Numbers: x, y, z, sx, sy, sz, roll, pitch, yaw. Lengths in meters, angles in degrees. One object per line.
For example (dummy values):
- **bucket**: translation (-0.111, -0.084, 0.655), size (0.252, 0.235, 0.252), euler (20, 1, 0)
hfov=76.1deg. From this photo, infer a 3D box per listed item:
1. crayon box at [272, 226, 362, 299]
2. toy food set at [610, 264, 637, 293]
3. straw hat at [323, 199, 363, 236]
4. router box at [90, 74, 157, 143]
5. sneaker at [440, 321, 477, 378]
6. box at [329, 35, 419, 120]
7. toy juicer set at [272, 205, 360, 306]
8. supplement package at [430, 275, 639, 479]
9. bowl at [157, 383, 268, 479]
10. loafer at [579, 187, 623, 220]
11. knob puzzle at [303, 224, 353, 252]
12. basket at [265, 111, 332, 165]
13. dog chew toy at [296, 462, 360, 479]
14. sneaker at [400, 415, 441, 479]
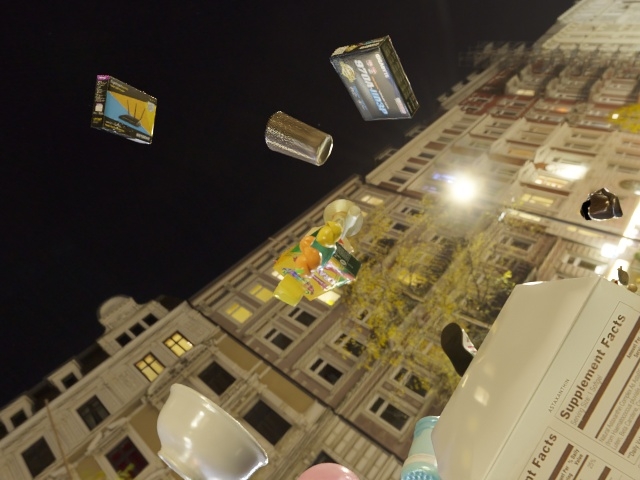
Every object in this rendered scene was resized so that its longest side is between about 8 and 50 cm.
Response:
- **crayon box**: translation (-0.031, 0.102, 1.493), size (0.202, 0.319, 0.081), euler (42, -133, -14)
- **toy food set**: translation (0.701, 0.121, 0.946), size (0.122, 0.019, 0.078), euler (42, -94, -26)
- **straw hat**: translation (0.065, -0.058, 1.330), size (0.061, 0.145, 0.144), euler (-59, -30, -51)
- **router box**: translation (-0.527, -0.348, 1.106), size (0.179, 0.046, 0.133), euler (-2, -79, -74)
- **sneaker**: translation (0.577, 0.454, 1.564), size (0.124, 0.295, 0.178), euler (-41, -69, 18)
- **box**: translation (0.148, -0.430, 1.112), size (0.051, 0.175, 0.220), euler (-55, -49, -19)
- **toy juicer set**: translation (0.000, 0.000, 1.034), size (0.329, 0.090, 0.209), euler (-50, -9, -42)
- **supplement package**: translation (0.259, 0.181, 0.326), size (0.197, 0.263, 0.199), euler (-60, -13, -1)
- **bowl**: translation (-0.280, 0.486, 0.960), size (0.134, 0.298, 0.297), euler (-50, -39, -35)
- **loafer**: translation (0.731, -0.093, 1.087), size (0.220, 0.079, 0.080), euler (-11, -94, -64)
- **knob puzzle**: translation (0.012, 0.020, 1.675), size (0.213, 0.213, 0.029), euler (-45, -28, -27)
- **basket**: translation (-0.080, -0.402, 1.654), size (0.154, 0.227, 0.204), euler (-63, -18, -3)
- **dog chew toy**: translation (0.029, 0.698, 0.951), size (0.207, 0.332, 0.206), euler (-2, -73, -6)
- **sneaker**: translation (0.271, 0.505, 0.833), size (0.208, 0.127, 0.318), euler (-46, -60, -59)
